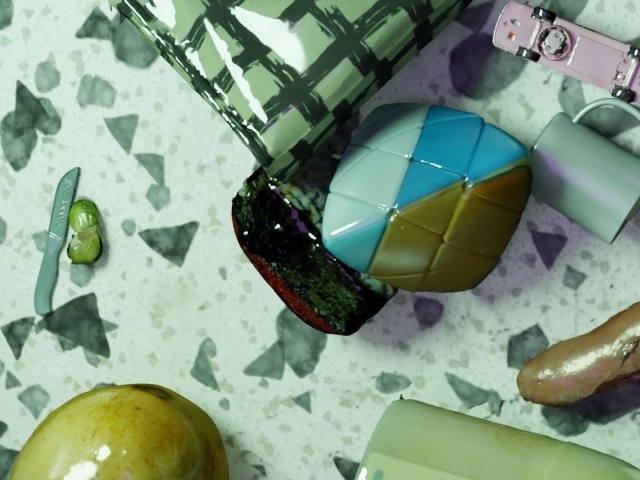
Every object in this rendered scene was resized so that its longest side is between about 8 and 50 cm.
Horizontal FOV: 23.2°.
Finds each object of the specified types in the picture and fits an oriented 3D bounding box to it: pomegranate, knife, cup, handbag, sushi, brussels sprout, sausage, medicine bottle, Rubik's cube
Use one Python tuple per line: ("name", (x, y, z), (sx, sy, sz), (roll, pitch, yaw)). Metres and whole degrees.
("pomegranate", (-0.245, 0.306, 1.906), (0.307, 0.307, 0.307), (4, 102, 20))
("knife", (-0.345, 0.000, 2.029), (0.028, 0.015, 0.210), (21, 106, 23))
("cup", (0.306, -0.085, 1.731), (0.133, 0.099, 0.136), (33, 84, 12))
("handbag", (-0.041, -0.285, 1.741), (0.325, 0.162, 0.327), (-43, 80, 0))
("sushi", (0.000, 0.000, 1.831), (0.126, 0.136, 0.225), (-36, 88, 44))
("brussels sprout", (-0.303, -0.009, 1.992), (0.051, 0.046, 0.083), (13, 109, 61))
("sausage", (0.363, 0.100, 1.750), (0.326, 0.079, 0.087), (-37, 97, 24))
("medicine bottle", (0.248, 0.339, 1.754), (0.406, 0.235, 0.236), (14, 105, 19))
("Rubik's cube", (0.125, -0.051, 1.785), (0.254, 0.254, 0.254), (4, 102, 20))

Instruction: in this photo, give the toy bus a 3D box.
("toy bus", (0.292, -0.202, 1.709), (0.203, 0.090, 0.063), (25, 102, 14))
